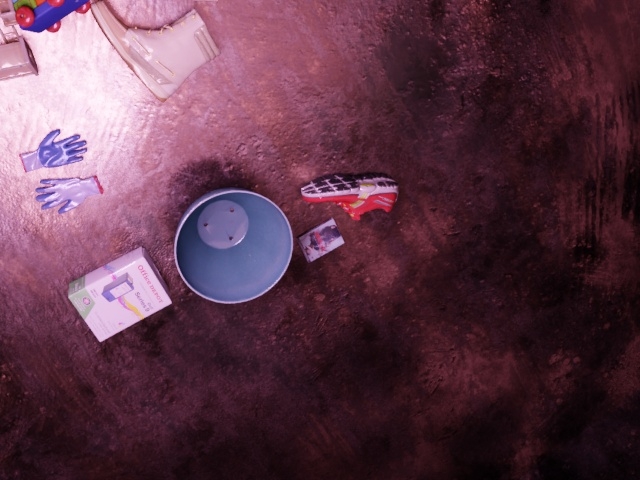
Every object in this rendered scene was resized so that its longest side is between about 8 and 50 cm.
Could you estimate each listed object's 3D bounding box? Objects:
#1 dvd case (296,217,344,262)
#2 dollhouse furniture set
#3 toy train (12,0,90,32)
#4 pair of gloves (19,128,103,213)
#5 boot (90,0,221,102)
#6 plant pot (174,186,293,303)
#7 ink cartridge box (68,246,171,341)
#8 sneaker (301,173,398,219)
[{"bbox_3d":[0.000,0.000,1.841,0.119,0.013,0.087,-28,116,-6],"label":"dvd case"},{"bbox_3d":[-0.736,-0.428,1.416,0.181,0.101,0.161,-16,89,-12],"label":"dollhouse furniture set"},{"bbox_3d":[-0.546,-0.553,1.363,0.247,0.105,0.144,-23,92,19],"label":"toy train"},{"bbox_3d":[-0.626,-0.166,1.570,0.159,0.023,0.198,-19,115,-13],"label":"pair of gloves"},{"bbox_3d":[-0.375,-0.479,1.493,0.203,0.095,0.262,-39,117,-1],"label":"boot"},{"bbox_3d":[-0.235,-0.013,1.658,0.290,0.195,0.291,-6,112,-16],"label":"plant pot"},{"bbox_3d":[-0.515,0.136,1.680,0.212,0.093,0.154,-28,115,-8],"label":"ink cartridge box"},{"bbox_3d":[0.083,-0.110,1.781,0.278,0.107,0.119,-2,119,-15],"label":"sneaker"}]
